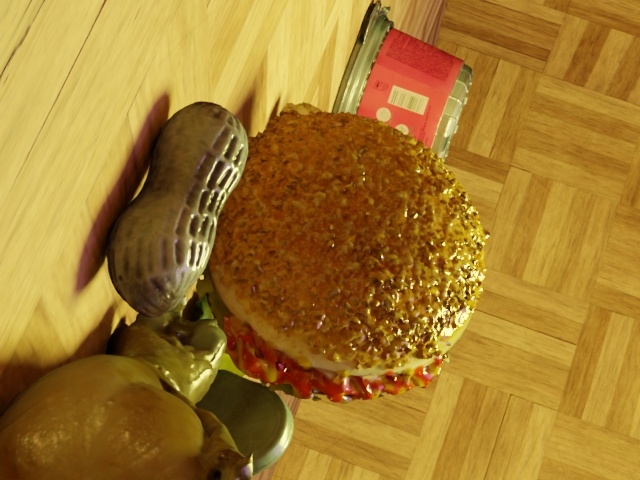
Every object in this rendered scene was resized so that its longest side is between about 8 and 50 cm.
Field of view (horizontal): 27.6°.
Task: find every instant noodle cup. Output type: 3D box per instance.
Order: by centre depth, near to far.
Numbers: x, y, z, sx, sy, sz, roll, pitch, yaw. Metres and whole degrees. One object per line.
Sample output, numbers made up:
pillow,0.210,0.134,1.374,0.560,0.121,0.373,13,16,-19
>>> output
instant noodle cup,0.130,-0.214,2.033,0.302,0.181,0.258,101,11,-56

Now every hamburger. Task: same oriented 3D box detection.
hamburger,0.022,0.015,1.236,0.179,0.276,0.294,125,-28,-63

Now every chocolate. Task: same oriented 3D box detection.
chocolate,-0.100,-0.025,0.919,0.072,0.072,0.167,98,12,-65

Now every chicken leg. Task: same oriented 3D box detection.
chicken leg,-0.124,0.129,0.850,0.201,0.153,0.429,-43,-172,10

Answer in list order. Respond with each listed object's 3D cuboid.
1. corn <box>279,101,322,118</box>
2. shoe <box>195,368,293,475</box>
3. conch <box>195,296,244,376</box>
corn,-0.045,-0.043,1.460,0.079,0.079,0.237,-61,166,-61
shoe,-0.071,0.182,1.236,0.079,0.078,0.195,-42,-153,-14
conch,-0.106,0.101,1.372,0.201,0.079,0.095,59,31,-72
